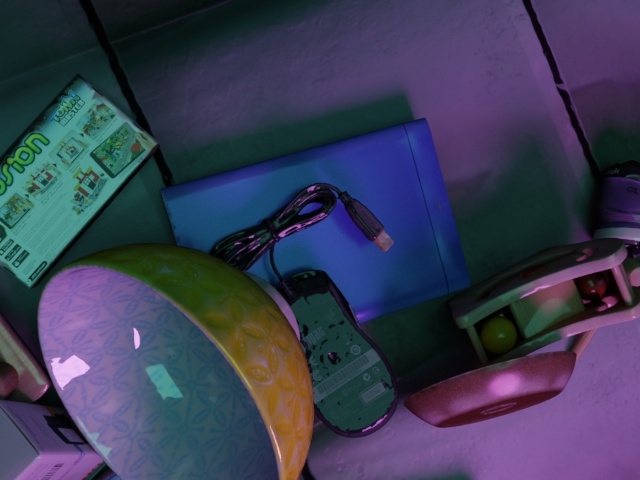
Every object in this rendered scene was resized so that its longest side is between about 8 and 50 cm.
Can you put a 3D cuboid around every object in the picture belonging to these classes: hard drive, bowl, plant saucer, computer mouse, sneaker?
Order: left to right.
[{"bbox_3d":[-0.109,0.115,0.672,0.156,0.289,0.290,-40,101,-47],"label":"bowl"},{"bbox_3d":[0.000,0.000,0.821,0.318,0.040,0.210,-17,95,-12],"label":"hard drive"},{"bbox_3d":[0.018,0.069,0.777,0.184,0.060,0.262,-39,87,-5],"label":"computer mouse"},{"bbox_3d":[0.192,0.172,0.788,0.198,0.199,0.036,-10,66,-12],"label":"plant saucer"},{"bbox_3d":[0.489,-0.037,0.899,0.283,0.107,0.124,9,83,-12],"label":"sneaker"}]

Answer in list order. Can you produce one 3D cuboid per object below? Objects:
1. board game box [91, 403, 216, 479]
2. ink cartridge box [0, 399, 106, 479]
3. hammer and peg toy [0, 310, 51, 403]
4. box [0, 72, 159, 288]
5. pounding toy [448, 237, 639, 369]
[{"bbox_3d":[-0.124,0.264,0.788,0.194,0.060,0.194,42,83,-10],"label":"board game box"},{"bbox_3d":[-0.298,0.228,0.687,0.072,0.175,0.127,43,81,15],"label":"ink cartridge box"},{"bbox_3d":[-0.478,0.151,0.676,0.361,0.127,0.266,-36,98,-6],"label":"hammer and peg toy"},{"bbox_3d":[-0.283,-0.063,0.760,0.114,0.036,0.207,41,82,-10],"label":"box"},{"bbox_3d":[0.295,0.094,0.829,0.269,0.154,0.155,-26,96,-10],"label":"pounding toy"}]
